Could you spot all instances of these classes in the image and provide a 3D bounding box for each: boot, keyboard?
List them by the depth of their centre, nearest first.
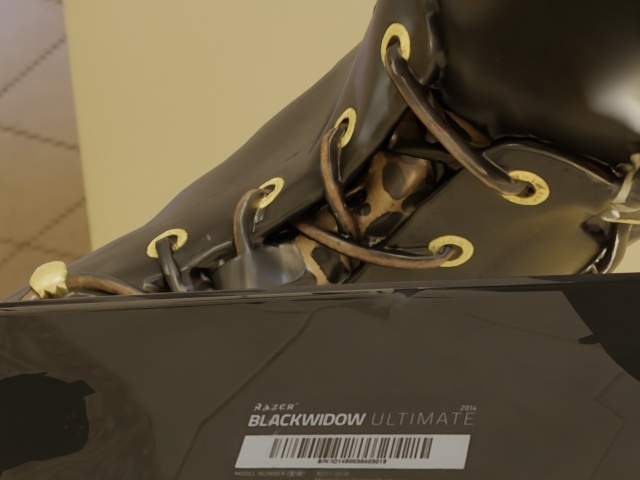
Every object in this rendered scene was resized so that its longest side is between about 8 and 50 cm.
[{"bbox_3d":[0.002,0.085,0.338,0.317,0.201,0.033,-3,132,21],"label":"keyboard"},{"bbox_3d":[0.000,0.000,0.519,0.284,0.138,0.377,-35,175,-6],"label":"boot"}]
